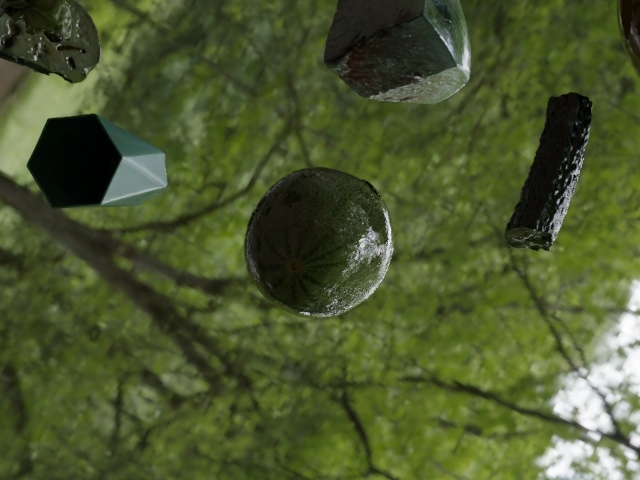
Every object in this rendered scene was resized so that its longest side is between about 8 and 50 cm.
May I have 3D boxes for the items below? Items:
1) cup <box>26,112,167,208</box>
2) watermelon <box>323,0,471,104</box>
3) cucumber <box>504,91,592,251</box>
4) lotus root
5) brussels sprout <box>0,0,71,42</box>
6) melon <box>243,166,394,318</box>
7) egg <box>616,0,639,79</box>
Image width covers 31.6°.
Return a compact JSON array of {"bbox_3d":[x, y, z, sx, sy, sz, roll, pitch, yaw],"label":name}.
[{"bbox_3d":[-0.326,-0.113,1.712,0.134,0.148,0.235,-31,175,10],"label":"cup"},{"bbox_3d":[0.101,-0.291,1.628,0.213,0.290,0.320,-32,-127,-3],"label":"watermelon"},{"bbox_3d":[0.247,-0.074,1.203,0.187,0.058,0.058,-67,-170,-25],"label":"cucumber"},{"bbox_3d":[-0.465,-0.336,1.817,0.119,0.234,0.138,-3,-99,52],"label":"lotus root"},{"bbox_3d":[-0.302,-0.245,1.202,0.085,0.085,0.058,-140,-120,-81],"label":"brussels sprout"},{"bbox_3d":[0.000,0.000,1.059,0.139,0.139,0.192,-59,175,20],"label":"melon"},{"bbox_3d":[0.480,-0.237,1.274,0.250,0.322,0.250,-36,180,0],"label":"egg"}]
